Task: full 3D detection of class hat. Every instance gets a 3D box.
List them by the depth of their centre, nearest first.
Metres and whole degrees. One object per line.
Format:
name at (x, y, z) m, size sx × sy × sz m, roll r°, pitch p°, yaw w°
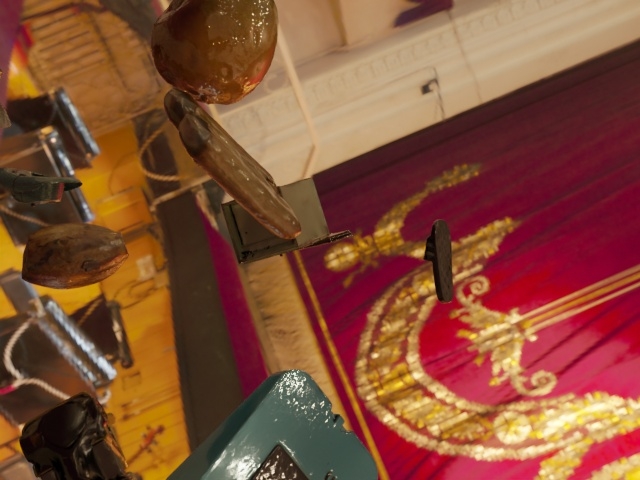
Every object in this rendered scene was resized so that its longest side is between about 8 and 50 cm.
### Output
hat at (-0.614, -0.109, 1.635) m, size 0.138 × 0.191 × 0.077 m, roll -14°, pitch 113°, yaw -71°

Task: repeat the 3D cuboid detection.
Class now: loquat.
loquat at (-0.220, -0.436, 1.635) m, size 0.276 × 0.283 × 0.276 m, roll 24°, pitch -16°, yaw 7°

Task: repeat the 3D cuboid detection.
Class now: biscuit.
biscuit at (-0.158, -0.135, 1.341) m, size 0.291 × 0.062 × 0.237 m, roll 43°, pitch 8°, yaw -37°

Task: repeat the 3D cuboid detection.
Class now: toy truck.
toy truck at (-0.450, 0.524, 1.531) m, size 0.405 × 0.181 × 0.254 m, roll 52°, pitch -17°, yaw 35°

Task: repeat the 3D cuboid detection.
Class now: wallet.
wallet at (0.000, 0.000, 2.024) m, size 0.176 × 0.095 × 0.026 m, roll -15°, pitch -89°, yaw 50°

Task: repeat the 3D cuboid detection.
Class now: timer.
timer at (-0.057, 0.325, 1.001) m, size 0.091 × 0.250 × 0.231 m, roll -12°, pitch -62°, yaw 52°

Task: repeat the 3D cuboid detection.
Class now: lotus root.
lotus root at (-0.681, 0.034, 2.104) m, size 0.193 × 0.291 × 0.193 m, roll 176°, pitch -90°, yaw -66°

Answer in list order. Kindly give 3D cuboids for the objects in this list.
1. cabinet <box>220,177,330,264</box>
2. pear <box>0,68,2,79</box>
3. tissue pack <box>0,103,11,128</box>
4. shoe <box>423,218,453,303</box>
cabinet at (-0.094, -0.042, 1.668) m, size 0.206 × 0.145 × 0.150 m, roll -25°, pitch 99°, yaw -69°
pear at (-0.953, -0.350, 1.970) m, size 0.159 × 0.292 × 0.292 m, roll 21°, pitch 17°, yaw -22°
tissue pack at (-0.541, -0.197, 1.034) m, size 0.026 × 0.193 × 0.122 m, roll -93°, pitch 179°, yaw -48°
shoe at (0.241, 0.044, 1.585) m, size 0.071 × 0.049 × 0.179 m, roll 10°, pitch 74°, yaw -53°
